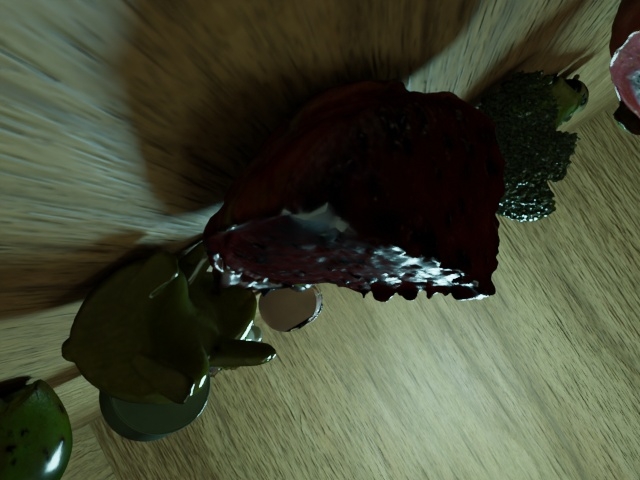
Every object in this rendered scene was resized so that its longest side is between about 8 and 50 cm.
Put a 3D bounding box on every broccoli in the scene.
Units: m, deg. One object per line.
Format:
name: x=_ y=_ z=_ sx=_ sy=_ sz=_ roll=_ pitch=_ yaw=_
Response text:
broccoli: x=0.362 y=-0.180 z=0.911 sx=0.361 sy=0.221 sz=0.251 roll=-22 pitch=132 yaw=-52

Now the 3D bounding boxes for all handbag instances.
handbag: x=-0.091 y=0.198 z=1.599 sx=0.205 sy=0.179 sz=0.116 roll=-32 pitch=179 yaw=15

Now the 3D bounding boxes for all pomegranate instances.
pomegranate: x=-0.570 y=0.393 z=0.819 sx=0.310 sy=0.216 sz=0.359 roll=-28 pitch=174 yaw=-46

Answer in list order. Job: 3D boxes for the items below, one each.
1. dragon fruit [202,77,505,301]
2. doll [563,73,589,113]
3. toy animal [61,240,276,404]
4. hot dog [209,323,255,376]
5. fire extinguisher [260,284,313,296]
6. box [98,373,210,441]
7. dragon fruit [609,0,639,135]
dragon fruit: x=-0.013 y=-0.062 z=0.543 sx=0.286 sy=0.227 sz=0.329 roll=17 pitch=163 yaw=-36
doll: x=0.523 y=-0.300 z=1.084 sx=0.089 sy=0.101 sz=0.179 roll=7 pitch=179 yaw=10
toy animal: x=-0.160 y=0.102 z=0.700 sx=0.181 sy=0.181 sz=0.363 roll=-23 pitch=174 yaw=22
hot dog: x=-0.343 y=0.344 z=1.543 sx=0.267 sy=0.174 sz=0.388 roll=-21 pitch=168 yaw=-44
fire extinguisher: x=-0.006 y=0.038 z=1.135 sx=0.344 sy=0.102 sz=0.138 roll=-32 pitch=174 yaw=11
box: x=-0.391 y=0.347 z=1.181 sx=0.226 sy=0.226 sz=0.149 roll=-25 pitch=170 yaw=-39
dragon fruit: x=0.521 y=-0.238 z=0.664 sx=0.189 sy=0.291 sz=0.290 roll=-51 pitch=171 yaw=2
